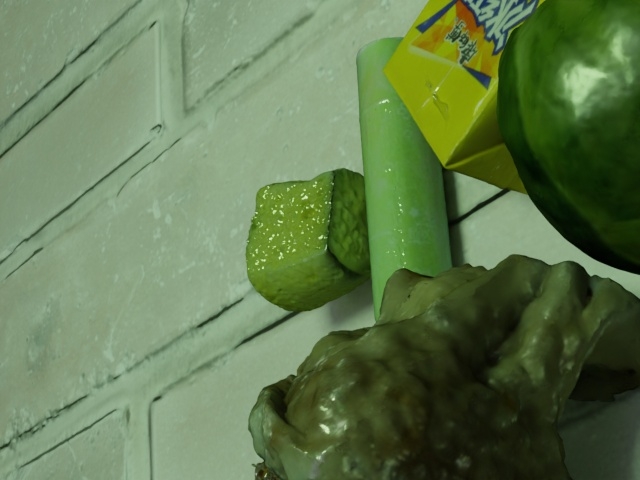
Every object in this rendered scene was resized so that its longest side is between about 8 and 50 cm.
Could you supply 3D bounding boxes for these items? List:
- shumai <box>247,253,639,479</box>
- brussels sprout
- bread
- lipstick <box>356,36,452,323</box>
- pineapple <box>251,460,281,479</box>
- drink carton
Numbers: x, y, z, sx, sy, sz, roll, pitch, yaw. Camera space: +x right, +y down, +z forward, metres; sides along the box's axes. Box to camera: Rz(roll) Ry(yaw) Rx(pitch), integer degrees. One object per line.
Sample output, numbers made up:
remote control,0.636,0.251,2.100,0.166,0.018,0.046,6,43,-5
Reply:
shumai,0.115,0.118,1.071,0.267,0.314,0.262,36,91,37
brussels sprout,0.226,-0.094,1.043,0.210,0.219,0.271,-49,19,8
bread,0.000,0.000,1.398,0.114,0.111,0.129,-21,59,44
lipstick,0.077,-0.039,1.338,0.076,0.076,0.304,-30,53,45
pineapple,-0.003,0.245,1.340,0.225,0.076,0.225,-27,55,46
drink carton,0.203,-0.222,1.206,0.351,0.111,0.154,-56,38,26
